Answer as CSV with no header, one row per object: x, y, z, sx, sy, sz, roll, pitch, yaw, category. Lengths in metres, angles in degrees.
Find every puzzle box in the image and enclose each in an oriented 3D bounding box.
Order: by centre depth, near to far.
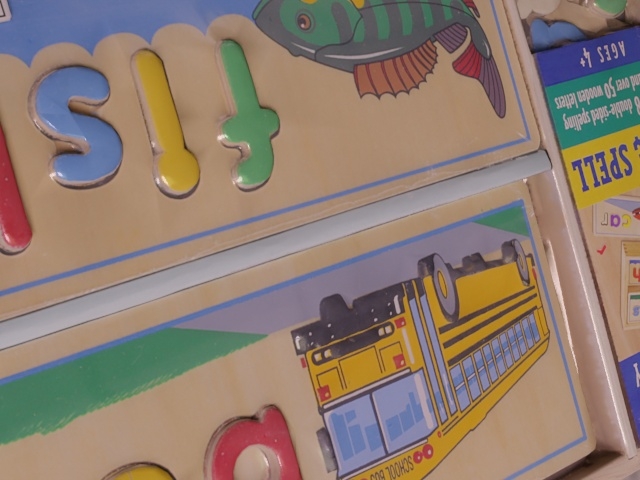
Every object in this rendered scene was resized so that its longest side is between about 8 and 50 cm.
0.000,0.000,0.480,0.409,0.052,0.272,-19,95,-37,puzzle box
